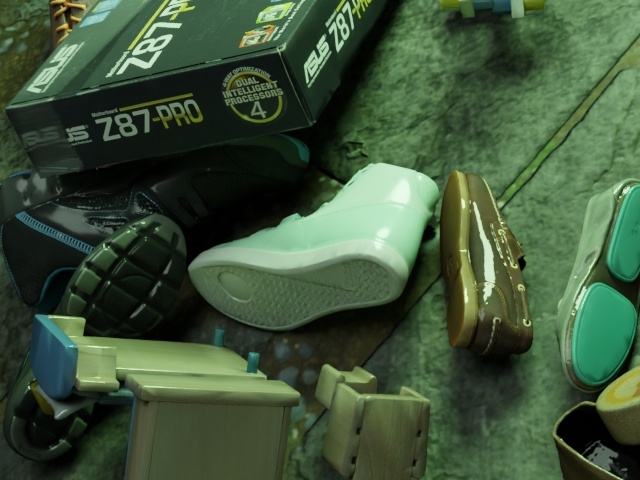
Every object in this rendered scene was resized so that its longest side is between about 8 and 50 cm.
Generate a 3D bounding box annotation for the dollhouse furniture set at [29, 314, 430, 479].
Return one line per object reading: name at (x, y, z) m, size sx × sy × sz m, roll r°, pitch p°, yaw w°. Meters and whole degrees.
dollhouse furniture set at (-0.102, 0.194, 1.652) m, size 0.303 × 0.286 × 0.198 m, roll -154°, pitch 71°, yaw -66°

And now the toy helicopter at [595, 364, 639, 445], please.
toy helicopter at (0.325, 0.049, 1.436) m, size 0.355 × 0.140 × 0.235 m, roll -35°, pitch 13°, yaw -33°

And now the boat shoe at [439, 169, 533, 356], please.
boat shoe at (0.148, 0.022, 1.663) m, size 0.073 × 0.073 × 0.207 m, roll 7°, pitch 48°, yaw -9°

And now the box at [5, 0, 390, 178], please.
box at (-0.096, -0.222, 1.897) m, size 0.318 × 0.097 × 0.395 m, roll -10°, pitch 30°, yaw 28°

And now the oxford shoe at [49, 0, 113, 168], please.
oxford shoe at (-0.265, -0.215, 2.053) m, size 0.130 × 0.133 × 0.363 m, roll -13°, pitch 50°, yaw 24°

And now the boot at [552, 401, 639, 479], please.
boot at (0.284, 0.224, 1.382) m, size 0.112 × 0.115 × 0.305 m, roll -46°, pitch 46°, yaw -10°

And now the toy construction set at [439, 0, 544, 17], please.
toy construction set at (0.175, -0.379, 1.832) m, size 0.151 × 0.215 × 0.327 m, roll 11°, pitch 96°, yaw 10°

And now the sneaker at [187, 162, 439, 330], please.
sneaker at (0.001, 0.000, 1.761) m, size 0.256 × 0.094 × 0.151 m, roll -7°, pitch 37°, yaw 37°

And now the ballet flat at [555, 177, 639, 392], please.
ballet flat at (0.240, 0.043, 1.597) m, size 0.068 × 0.072 × 0.213 m, roll -22°, pitch 39°, yaw 54°

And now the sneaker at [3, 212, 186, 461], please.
sneaker at (-0.230, 0.083, 1.800) m, size 0.267 × 0.101 × 0.106 m, roll -55°, pitch 22°, yaw 0°

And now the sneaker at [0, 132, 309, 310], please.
sneaker at (-0.164, -0.023, 1.877) m, size 0.341 × 0.125 × 0.139 m, roll -15°, pitch 77°, yaw 18°
